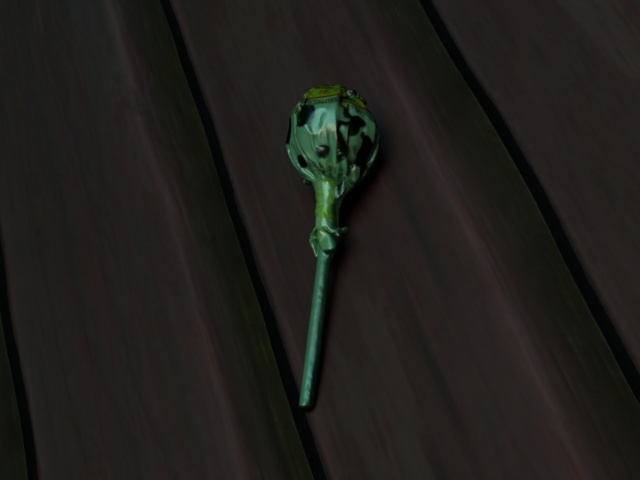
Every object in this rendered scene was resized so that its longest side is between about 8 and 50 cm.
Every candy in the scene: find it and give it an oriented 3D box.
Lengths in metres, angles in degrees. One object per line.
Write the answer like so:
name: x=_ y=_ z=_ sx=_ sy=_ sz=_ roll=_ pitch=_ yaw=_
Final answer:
candy: x=0.000 y=0.000 z=1.228 sx=0.083 sy=0.091 sz=0.305 roll=-6 pitch=59 yaw=23
